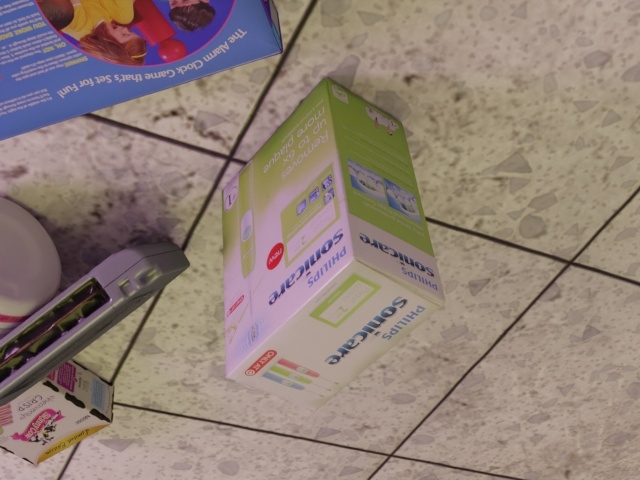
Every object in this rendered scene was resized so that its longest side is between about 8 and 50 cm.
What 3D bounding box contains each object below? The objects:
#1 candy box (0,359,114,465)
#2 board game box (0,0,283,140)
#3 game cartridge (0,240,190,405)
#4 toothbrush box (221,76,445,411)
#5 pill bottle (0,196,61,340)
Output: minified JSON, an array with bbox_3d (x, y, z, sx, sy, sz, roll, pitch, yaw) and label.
[{"bbox_3d":[-0.425,0.211,1.282,0.159,0.071,0.233,-31,132,20],"label":"candy box"},{"bbox_3d":[-0.236,-0.235,0.858,0.347,0.078,0.233,-15,135,7],"label":"board game box"},{"bbox_3d":[-0.297,0.102,1.095,0.297,0.198,0.062,-37,93,5],"label":"game cartridge"},{"bbox_3d":[0.000,0.000,0.983,0.122,0.283,0.206,26,127,-30],"label":"toothbrush box"},{"bbox_3d":[-0.450,0.083,1.087,0.283,0.160,0.160,-38,128,26],"label":"pill bottle"}]
